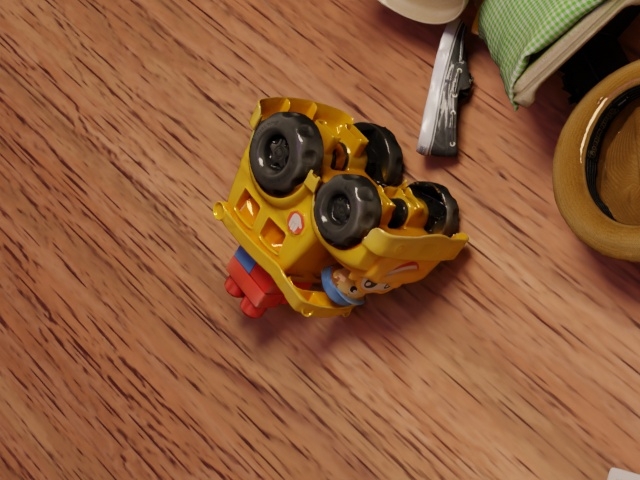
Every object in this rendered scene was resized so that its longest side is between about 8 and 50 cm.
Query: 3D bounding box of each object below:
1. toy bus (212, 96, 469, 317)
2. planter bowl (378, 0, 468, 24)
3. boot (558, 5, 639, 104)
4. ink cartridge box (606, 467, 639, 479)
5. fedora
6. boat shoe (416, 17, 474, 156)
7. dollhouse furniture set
[{"bbox_3d":[0.000,0.000,1.625,0.220,0.149,0.211,46,116,34],"label":"toy bus"},{"bbox_3d":[0.098,-0.297,1.598,0.162,0.162,0.109,21,62,38],"label":"planter bowl"},{"bbox_3d":[0.265,-0.176,1.548,0.121,0.045,0.099,-35,55,29],"label":"boot"},{"bbox_3d":[0.278,0.294,1.357,0.140,0.082,0.190,13,81,37],"label":"ink cartridge box"},{"bbox_3d":[0.294,-0.063,1.467,0.194,0.079,0.194,-16,59,30],"label":"fedora"},{"bbox_3d":[0.125,-0.146,1.641,0.040,0.049,0.142,13,78,4],"label":"boat shoe"},{"bbox_3d":[0.219,-0.293,1.504,0.301,0.151,0.197,-43,21,17],"label":"dollhouse furniture set"}]
